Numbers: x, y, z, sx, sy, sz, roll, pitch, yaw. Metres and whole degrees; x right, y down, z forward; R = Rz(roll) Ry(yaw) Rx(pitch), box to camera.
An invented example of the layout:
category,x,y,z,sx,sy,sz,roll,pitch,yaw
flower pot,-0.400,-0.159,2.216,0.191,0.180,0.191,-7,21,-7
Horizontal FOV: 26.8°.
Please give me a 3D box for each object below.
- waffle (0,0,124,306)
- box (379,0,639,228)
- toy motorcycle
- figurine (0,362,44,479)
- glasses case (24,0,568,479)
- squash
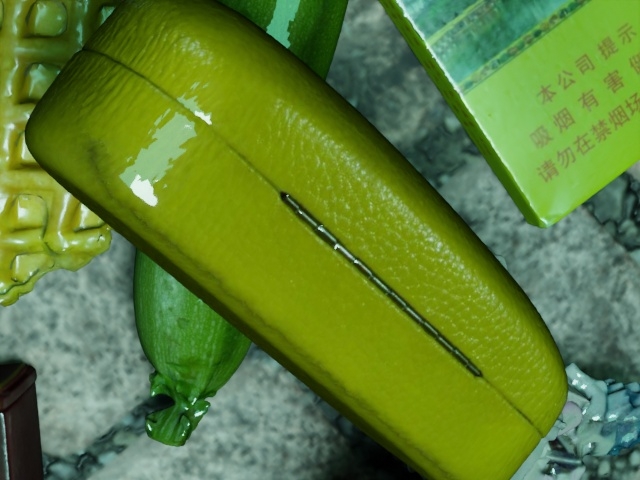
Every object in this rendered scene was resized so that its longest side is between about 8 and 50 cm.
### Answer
category,x,y,z,sx,sy,sz,roll,pitch,yaw
waffle,-0.196,-0.107,0.845,0.291,0.051,0.291,1,95,5
box,0.136,-0.195,0.944,0.187,0.047,0.335,-37,104,-4
toy motorcycle,0.145,0.111,0.968,0.204,0.108,0.239,-11,124,-6
figurine,-0.241,0.165,0.905,0.098,0.082,0.154,0,100,1
glasses case,0.000,0.000,0.782,0.371,0.173,0.141,43,80,-32
squash,-0.060,-0.047,0.897,0.101,0.101,0.379,12,97,-14
